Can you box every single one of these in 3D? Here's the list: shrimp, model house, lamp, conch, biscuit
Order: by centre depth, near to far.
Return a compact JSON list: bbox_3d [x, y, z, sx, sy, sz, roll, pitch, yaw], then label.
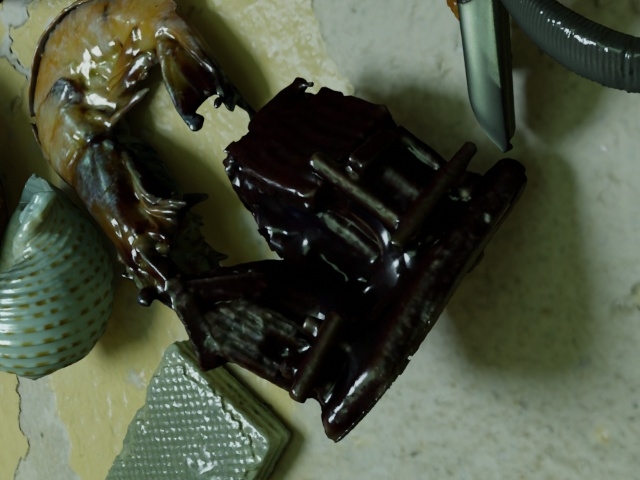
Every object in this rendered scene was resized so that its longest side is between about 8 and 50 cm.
[{"bbox_3d":[0.177,-0.081,0.695,0.283,0.124,0.203,17,149,22],"label":"lamp"},{"bbox_3d":[-0.001,0.002,0.836,0.164,0.203,0.141,36,159,-2],"label":"model house"},{"bbox_3d":[-0.117,-0.075,0.995,0.289,0.075,0.178,53,125,34],"label":"shrimp"},{"bbox_3d":[-0.106,0.184,1.051,0.121,0.040,0.199,41,121,24],"label":"biscuit"},{"bbox_3d":[-0.212,0.033,1.068,0.153,0.102,0.135,-64,31,6],"label":"conch"}]

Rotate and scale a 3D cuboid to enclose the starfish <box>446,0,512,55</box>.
[{"bbox_3d":[0.029,-0.311,0.792,0.384,0.132,0.398,49,129,16],"label":"starfish"}]

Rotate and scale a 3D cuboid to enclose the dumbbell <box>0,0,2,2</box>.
[{"bbox_3d":[-0.335,-0.335,1.025,0.204,0.204,0.322,15,108,37],"label":"dumbbell"}]

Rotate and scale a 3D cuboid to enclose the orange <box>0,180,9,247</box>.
[{"bbox_3d":[-0.370,-0.012,1.109,0.171,0.240,0.240,-113,27,-71],"label":"orange"}]
